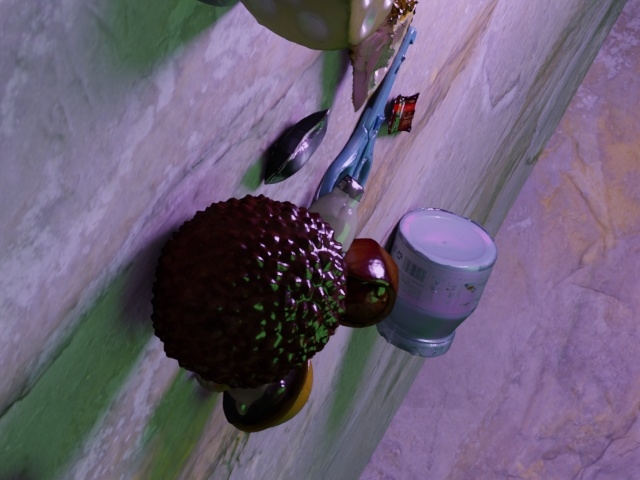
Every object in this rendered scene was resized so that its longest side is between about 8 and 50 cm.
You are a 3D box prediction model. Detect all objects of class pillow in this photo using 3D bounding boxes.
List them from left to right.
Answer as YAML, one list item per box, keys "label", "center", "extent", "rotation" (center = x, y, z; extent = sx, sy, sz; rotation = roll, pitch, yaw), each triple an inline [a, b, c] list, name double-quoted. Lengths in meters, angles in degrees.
- label: "pillow"
  center: [-0.035, -0.142, 1.676]
  extent: [0.135, 0.055, 0.091]
  rotation: [-50, 161, -33]

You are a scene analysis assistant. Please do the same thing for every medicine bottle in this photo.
- label: "medicine bottle"
  center: [0.261, 0.105, 2.602]
  extent: [0.245, 0.245, 0.290]
  rotation: [-40, 152, -53]

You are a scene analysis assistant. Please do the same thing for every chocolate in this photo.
- label: "chocolate"
  center: [0.162, -0.249, 2.150]
  extent: [0.182, 0.028, 0.086]
  rotation: [-24, 130, -66]

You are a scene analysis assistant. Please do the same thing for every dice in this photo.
- label: "dice"
  center: [0.003, -0.341, 1.299]
  extent: [0.166, 0.169, 0.169]
  rotation: [-54, 161, -28]

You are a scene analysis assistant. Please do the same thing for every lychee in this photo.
- label: "lychee"
  center: [-0.103, 0.069, 1.484]
  extent: [0.264, 0.300, 0.264]
  rotation: [25, 58, -50]

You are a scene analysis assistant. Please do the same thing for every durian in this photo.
- label: "durian"
  center: [0.079, -0.302, 1.759]
  extent: [0.224, 0.078, 0.140]
  rotation: [-62, 179, 34]

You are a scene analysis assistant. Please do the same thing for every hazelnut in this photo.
- label: "hazelnut"
  center: [0.070, 0.090, 2.123]
  extent: [0.160, 0.170, 0.201]
  rotation: [-44, 144, -45]

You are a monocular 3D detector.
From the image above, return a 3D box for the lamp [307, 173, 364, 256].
- label: "lamp"
  center: [0.000, 0.000, 1.914]
  extent: [0.250, 0.101, 0.101]
  rotation: [-58, 164, 10]

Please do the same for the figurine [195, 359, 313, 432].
- label: "figurine"
  center: [-0.103, 0.220, 1.821]
  extent: [0.192, 0.167, 0.257]
  rotation: [-48, 159, -4]

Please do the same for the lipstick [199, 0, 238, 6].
- label: "lipstick"
  center: [-0.118, -0.339, 1.151]
  extent: [0.057, 0.063, 0.186]
  rotation: [-52, 153, -36]

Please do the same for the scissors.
- label: "scissors"
  center: [0.091, -0.205, 1.996]
  extent: [0.392, 0.032, 0.180]
  rotation: [-66, 164, 7]
